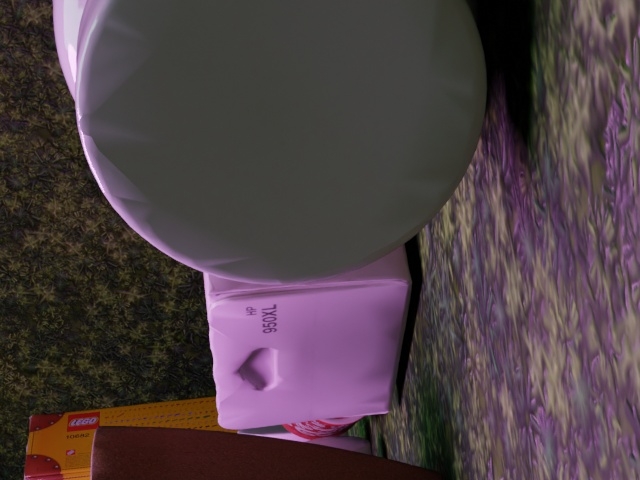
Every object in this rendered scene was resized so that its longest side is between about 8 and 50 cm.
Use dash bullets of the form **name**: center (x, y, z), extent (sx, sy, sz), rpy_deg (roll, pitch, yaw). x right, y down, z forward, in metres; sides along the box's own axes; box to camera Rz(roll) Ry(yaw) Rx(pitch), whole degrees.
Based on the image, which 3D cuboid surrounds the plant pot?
- **plant pot**: center (-0.030, 0.246, 1.049), extent (0.237, 0.254, 0.237), rpy_deg (175, 90, -86)

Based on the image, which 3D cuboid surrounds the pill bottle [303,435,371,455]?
- **pill bottle**: center (0.021, 0.309, 1.474), extent (0.108, 0.108, 0.194), rpy_deg (-129, 34, -83)

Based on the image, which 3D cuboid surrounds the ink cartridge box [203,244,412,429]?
- **ink cartridge box**: center (-0.029, -0.065, 1.261), extent (0.285, 0.166, 0.395), rpy_deg (91, 174, -62)

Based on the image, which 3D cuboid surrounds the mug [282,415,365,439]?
- **mug**: center (-0.010, 0.156, 1.493), extent (0.169, 0.150, 0.113), rpy_deg (130, 136, -79)

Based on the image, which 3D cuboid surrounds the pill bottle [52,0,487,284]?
- **pill bottle**: center (-0.034, -0.151, 0.800), extent (0.392, 0.224, 0.224), rpy_deg (-101, 7, -61)

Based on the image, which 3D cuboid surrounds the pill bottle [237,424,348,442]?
- **pill bottle**: center (-0.017, 0.373, 1.630), extent (0.176, 0.176, 0.319), rpy_deg (161, 104, -86)

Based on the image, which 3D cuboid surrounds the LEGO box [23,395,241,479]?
- **LEGO box**: center (-0.217, 0.468, 2.342), extent (0.193, 0.500, 0.373), rpy_deg (-105, 11, -64)
